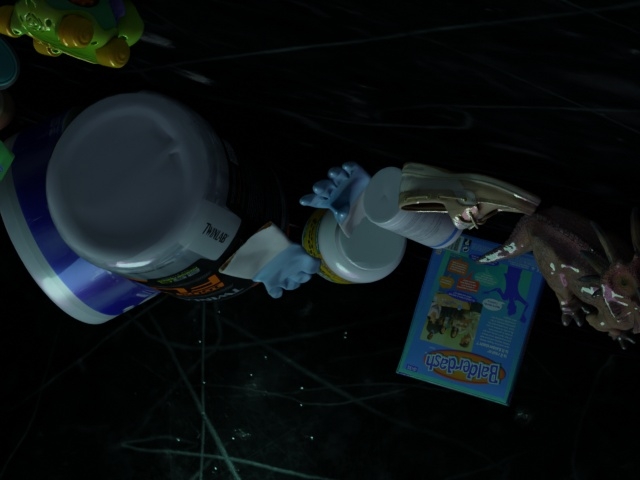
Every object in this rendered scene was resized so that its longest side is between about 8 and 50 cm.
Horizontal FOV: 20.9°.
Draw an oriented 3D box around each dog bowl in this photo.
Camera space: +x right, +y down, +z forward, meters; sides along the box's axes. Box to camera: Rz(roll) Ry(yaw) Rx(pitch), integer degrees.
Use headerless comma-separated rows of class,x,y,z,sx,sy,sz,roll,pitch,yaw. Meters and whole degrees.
dog bowl,-0.292,-0.034,2.192,0.104,0.265,0.265,-26,159,17

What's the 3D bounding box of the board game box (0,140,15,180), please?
board game box,-0.513,-0.185,1.961,0.213,0.046,0.317,12,154,34

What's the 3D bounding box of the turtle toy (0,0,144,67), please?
turtle toy,-0.193,-0.179,1.393,0.095,0.066,0.130,14,175,32

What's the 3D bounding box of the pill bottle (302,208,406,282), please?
pill bottle,0.048,-0.001,2.276,0.117,0.117,0.208,18,176,-9

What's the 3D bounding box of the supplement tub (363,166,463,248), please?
supplement tub,0.108,-0.036,1.958,0.071,0.071,0.107,12,173,46

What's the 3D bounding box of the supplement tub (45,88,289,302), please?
supplement tub,-0.163,-0.041,2.024,0.207,0.207,0.338,15,175,20

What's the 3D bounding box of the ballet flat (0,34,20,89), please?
ballet flat,-0.399,-0.210,1.742,0.203,0.074,0.074,25,173,-18

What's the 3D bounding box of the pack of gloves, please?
pack of gloves,0.000,0.000,2.044,0.046,0.195,0.232,47,-175,19

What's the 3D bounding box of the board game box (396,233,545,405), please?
board game box,0.210,0.104,2.367,0.160,0.210,0.047,16,175,13

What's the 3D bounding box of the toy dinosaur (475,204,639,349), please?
toy dinosaur,0.281,0.021,1.773,0.295,0.127,0.200,25,175,33

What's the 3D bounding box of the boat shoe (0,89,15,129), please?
boat shoe,-0.509,-0.175,2.225,0.116,0.123,0.324,18,177,-43

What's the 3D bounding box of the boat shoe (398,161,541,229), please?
boat shoe,0.154,-0.040,1.822,0.170,0.059,0.063,13,174,40
